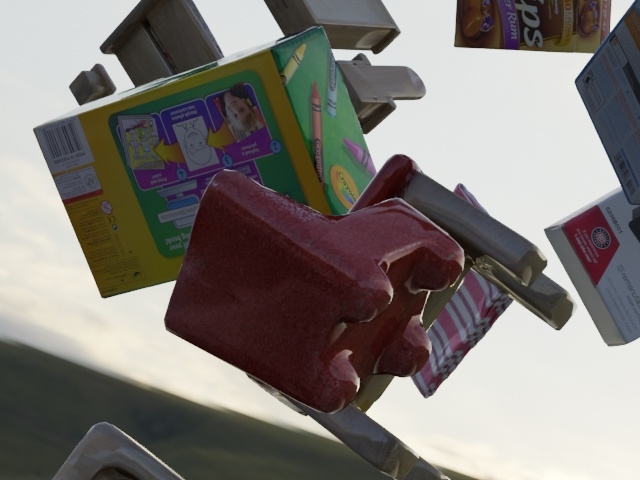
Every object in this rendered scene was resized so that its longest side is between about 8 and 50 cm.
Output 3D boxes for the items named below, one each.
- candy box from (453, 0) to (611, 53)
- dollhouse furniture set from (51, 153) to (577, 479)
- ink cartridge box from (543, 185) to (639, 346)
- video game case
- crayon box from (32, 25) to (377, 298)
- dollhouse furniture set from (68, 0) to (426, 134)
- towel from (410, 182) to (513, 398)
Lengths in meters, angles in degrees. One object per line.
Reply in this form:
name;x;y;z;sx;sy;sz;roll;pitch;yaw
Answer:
candy box;0.215;-0.247;1.784;0.053;0.109;0.187;-3;8;-37
dollhouse furniture set;-0.093;0.104;0.602;0.152;0.374;0.201;33;-6;26
ink cartridge box;0.271;0.001;1.383;0.109;0.150;0.063;61;-8;1
video game case;0.248;-0.121;1.261;0.015;0.119;0.166;-2;-34;-27
crayon box;-0.097;-0.061;1.482;0.278;0.165;0.081;-14;12;36
dollhouse furniture set;-0.084;-0.176;2.112;0.355;0.303;0.174;-41;-20;31
towel;0.130;0.054;1.886;0.029;0.197;0.144;8;38;-42
